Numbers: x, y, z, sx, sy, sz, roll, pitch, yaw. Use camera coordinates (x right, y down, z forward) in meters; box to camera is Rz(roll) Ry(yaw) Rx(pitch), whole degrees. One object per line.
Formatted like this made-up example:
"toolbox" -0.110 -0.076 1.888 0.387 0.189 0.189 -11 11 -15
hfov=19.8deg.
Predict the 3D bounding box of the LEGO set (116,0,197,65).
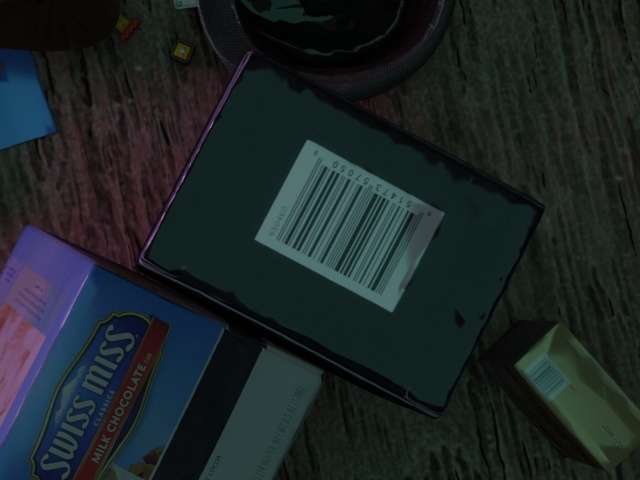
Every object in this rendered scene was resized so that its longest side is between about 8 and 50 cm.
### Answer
"LEGO set" -0.199 -0.296 1.883 0.182 0.060 0.244 -8 90 -2

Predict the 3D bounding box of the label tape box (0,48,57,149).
"label tape box" -0.460 -0.172 1.826 0.333 0.106 0.241 -19 91 -6

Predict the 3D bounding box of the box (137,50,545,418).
"box" 0.000 0.000 1.722 0.293 0.395 0.212 28 86 -4

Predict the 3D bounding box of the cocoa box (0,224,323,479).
"cocoa box" -0.191 0.145 1.634 0.228 0.347 0.231 28 87 -19

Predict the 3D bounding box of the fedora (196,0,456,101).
"fedora" -0.005 -0.256 1.865 0.275 0.124 0.244 -11 92 -15

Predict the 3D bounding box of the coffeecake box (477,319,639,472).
"coffeecake box" 0.244 0.154 1.848 0.068 0.185 0.142 -42 92 -6

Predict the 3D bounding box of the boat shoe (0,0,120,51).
"boat shoe" -0.350 -0.245 1.775 0.302 0.109 0.098 -3 46 -21
